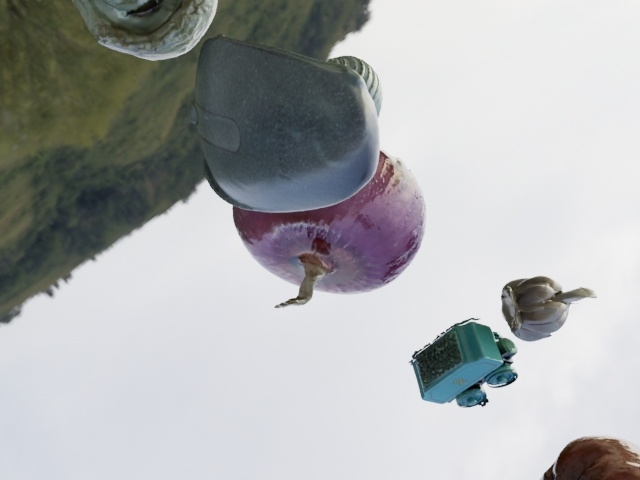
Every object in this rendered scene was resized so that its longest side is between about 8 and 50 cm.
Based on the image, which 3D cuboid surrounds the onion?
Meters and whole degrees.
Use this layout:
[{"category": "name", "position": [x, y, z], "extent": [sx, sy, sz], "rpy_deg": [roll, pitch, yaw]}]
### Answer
[{"category": "onion", "position": [0.010, -0.024, 1.552], "extent": [0.358, 0.358, 0.344], "rpy_deg": [5, -102, 54]}]

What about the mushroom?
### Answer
[{"category": "mushroom", "position": [-0.317, -0.400, 1.452], "extent": [0.189, 0.267, 0.163], "rpy_deg": [-119, -138, -82]}]

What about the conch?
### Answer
[{"category": "conch", "position": [0.036, -0.217, 1.339], "extent": [0.135, 0.153, 0.102], "rpy_deg": [-19, -165, 10]}]

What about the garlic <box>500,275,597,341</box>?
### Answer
[{"category": "garlic", "position": [0.441, 0.119, 1.647], "extent": [0.194, 0.131, 0.127], "rpy_deg": [-19, 161, -8]}]

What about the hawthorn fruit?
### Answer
[{"category": "hawthorn fruit", "position": [0.378, 0.370, 1.017], "extent": [0.224, 0.261, 0.224], "rpy_deg": [-53, -163, 24]}]

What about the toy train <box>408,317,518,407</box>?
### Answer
[{"category": "toy train", "position": [0.288, 0.250, 1.677], "extent": [0.203, 0.163, 0.112], "rpy_deg": [-46, -138, 32]}]

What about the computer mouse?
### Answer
[{"category": "computer mouse", "position": [-0.079, -0.143, 1.004], "extent": [0.114, 0.203, 0.374], "rpy_deg": [-19, -158, -32]}]
